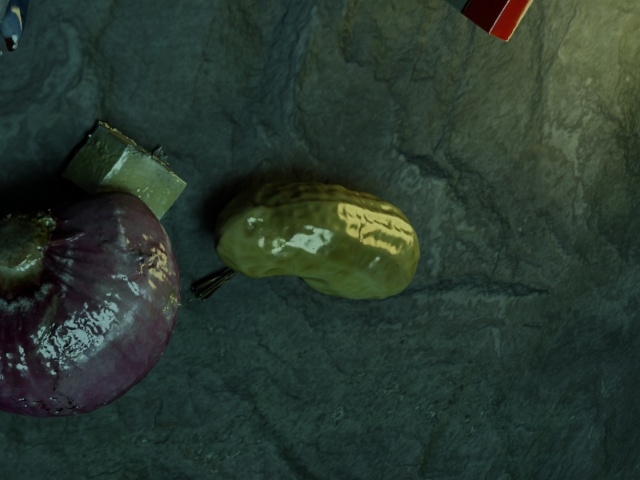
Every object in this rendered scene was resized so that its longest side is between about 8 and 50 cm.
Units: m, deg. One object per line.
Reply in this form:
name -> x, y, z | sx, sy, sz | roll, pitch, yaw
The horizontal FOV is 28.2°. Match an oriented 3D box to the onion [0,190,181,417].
onion -> -0.253, 0.113, 1.352 | 0.267, 0.159, 0.349 | -28, 151, -9

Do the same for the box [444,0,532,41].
box -> 0.176, -0.303, 1.426 | 0.048, 0.152, 0.100 | 10, 117, -45

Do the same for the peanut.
peanut -> 0.000, 0.000, 1.557 | 0.305, 0.147, 0.147 | 15, 113, -49

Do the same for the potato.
potato -> -0.205, -0.069, 1.365 | 0.086, 0.061, 0.122 | -51, 143, 5

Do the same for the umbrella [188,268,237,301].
umbrella -> -0.129, 0.053, 1.575 | 0.083, 0.031, 0.020 | -30, 108, -22

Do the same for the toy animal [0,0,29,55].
toy animal -> -0.305, -0.222, 1.060 | 0.239, 0.176, 0.255 | -5, 147, 6
